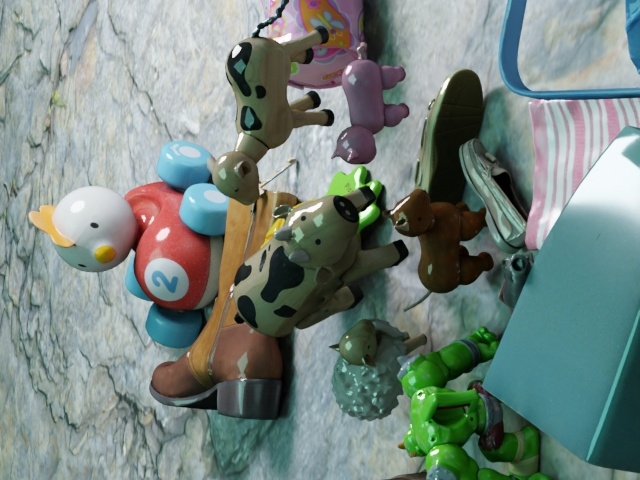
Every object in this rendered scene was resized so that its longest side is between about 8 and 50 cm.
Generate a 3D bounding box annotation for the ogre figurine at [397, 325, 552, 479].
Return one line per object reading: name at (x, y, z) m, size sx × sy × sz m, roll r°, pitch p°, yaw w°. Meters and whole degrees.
ogre figurine at (0.136, 0.164, 1.668) m, size 0.097 × 0.118 × 0.197 m, roll -35°, pitch 55°, yaw 58°

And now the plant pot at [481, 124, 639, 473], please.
plant pot at (0.264, 0.043, 1.389) m, size 0.165 × 0.166 × 0.234 m, roll 35°, pitch 110°, yaw 60°

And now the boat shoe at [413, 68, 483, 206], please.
boat shoe at (0.122, -0.100, 1.809) m, size 0.048 × 0.056 × 0.153 m, roll 40°, pitch 130°, yaw 53°

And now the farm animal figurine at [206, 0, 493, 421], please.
farm animal figurine at (-0.009, -0.019, 1.803) m, size 0.330 × 0.172 × 0.326 m, roll 47°, pitch 135°, yaw 26°

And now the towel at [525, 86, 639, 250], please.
towel at (0.240, -0.060, 1.589) m, size 0.197 × 0.029 × 0.144 m, roll -1°, pitch 86°, yaw 64°

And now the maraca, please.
maraca at (0.000, 0.000, 2.002) m, size 0.185 × 0.099 × 0.127 m, roll -52°, pitch 38°, yaw 8°

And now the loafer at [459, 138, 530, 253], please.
loafer at (0.171, -0.048, 1.722) m, size 0.039 × 0.045 × 0.125 m, roll -40°, pitch 56°, yaw 34°

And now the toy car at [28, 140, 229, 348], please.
toy car at (-0.259, 0.000, 2.362) m, size 0.210 × 0.238 × 0.219 m, roll 59°, pitch 138°, yaw 50°

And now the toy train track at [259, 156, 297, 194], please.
toy train track at (-0.065, -0.075, 2.167) m, size 0.014 × 0.083 × 0.048 m, roll 55°, pitch 176°, yaw -20°

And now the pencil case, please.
pencil case at (-0.017, -0.312, 2.039) m, size 0.124 × 0.124 × 0.284 m, roll -38°, pitch 54°, yaw 57°

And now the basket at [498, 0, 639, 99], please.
basket at (0.268, -0.218, 1.322) m, size 0.289 × 0.201 × 0.254 m, roll 10°, pitch 95°, yaw 33°

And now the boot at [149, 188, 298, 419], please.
boot at (-0.124, 0.070, 2.241) m, size 0.264 × 0.096 × 0.280 m, roll -1°, pitch 85°, yaw 64°

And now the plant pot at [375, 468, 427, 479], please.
plant pot at (0.043, 0.305, 1.785) m, size 0.167 × 0.165 × 0.167 m, roll -177°, pitch 90°, yaw -65°

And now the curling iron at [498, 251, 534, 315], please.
curling iron at (0.167, 0.036, 1.555) m, size 0.274 × 0.035 × 0.068 m, roll 32°, pitch -134°, yaw -80°
